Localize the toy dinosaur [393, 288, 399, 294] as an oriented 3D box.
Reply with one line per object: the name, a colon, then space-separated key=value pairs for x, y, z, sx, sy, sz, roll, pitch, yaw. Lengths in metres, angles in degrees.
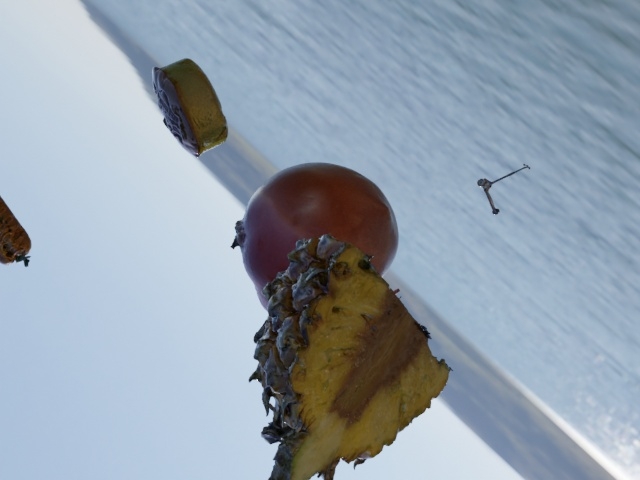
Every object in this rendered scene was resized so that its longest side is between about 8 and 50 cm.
toy dinosaur: x=0.030 y=0.147 z=2.185 sx=0.101 sy=0.279 sz=0.055 roll=-100 pitch=-1 yaw=-67

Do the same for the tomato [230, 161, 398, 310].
tomato: x=0.000 y=0.000 z=2.014 sx=0.321 sy=0.321 sz=0.321 roll=42 pitch=-179 yaw=-1

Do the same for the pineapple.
pineapple: x=-0.028 y=0.164 z=1.334 sx=0.209 sy=0.286 sz=0.344 roll=25 pitch=161 yaw=43

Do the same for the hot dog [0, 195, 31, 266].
hot dog: x=-0.581 y=-0.031 z=1.881 sx=0.188 sy=0.072 sz=0.055 roll=52 pitch=161 yaw=13

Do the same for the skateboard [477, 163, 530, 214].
skateboard: x=0.298 y=-0.085 z=1.662 sx=0.032 sy=0.083 sz=0.064 roll=21 pitch=-136 yaw=-59

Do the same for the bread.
bread: x=-0.203 y=-0.207 z=1.639 sx=0.156 sy=0.086 sz=0.125 roll=67 pitch=166 yaw=-16
